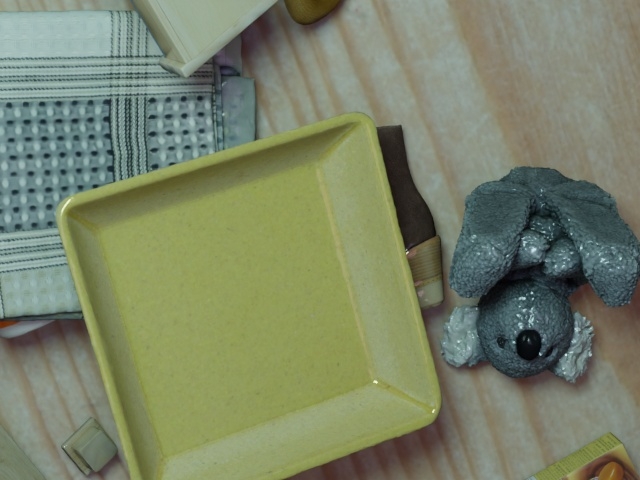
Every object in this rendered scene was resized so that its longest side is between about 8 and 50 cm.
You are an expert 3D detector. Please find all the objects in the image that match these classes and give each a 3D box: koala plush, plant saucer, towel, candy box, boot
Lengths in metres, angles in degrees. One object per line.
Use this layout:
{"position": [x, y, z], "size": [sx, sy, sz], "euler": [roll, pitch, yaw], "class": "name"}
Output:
{"position": [0.228, 0.054, 1.692], "size": [0.196, 0.203, 0.221], "euler": [3, 120, 0], "class": "koala plush"}
{"position": [-0.072, 0.071, 1.567], "size": [0.333, 0.081, 0.332], "euler": [-18, 100, -19], "class": "plant saucer"}
{"position": [-0.207, -0.075, 1.572], "size": [0.324, 0.056, 0.312], "euler": [-2, 89, -30], "class": "towel"}
{"position": [0.279, 0.313, 1.785], "size": [0.187, 0.053, 0.109], "euler": [-29, 103, -2], "class": "candy box"}
{"position": [0.000, 0.000, 1.691], "size": [0.248, 0.090, 0.207], "euler": [-17, 89, -4], "class": "boot"}

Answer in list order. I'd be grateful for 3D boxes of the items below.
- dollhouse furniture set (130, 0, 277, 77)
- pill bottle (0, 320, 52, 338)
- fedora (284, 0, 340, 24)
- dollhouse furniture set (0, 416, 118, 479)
{"position": [-0.172, -0.336, 1.544], "size": [0.286, 0.303, 0.198], "euler": [-43, 127, -18], "class": "dollhouse furniture set"}
{"position": [-0.327, -0.022, 1.604], "size": [0.121, 0.121, 0.221], "euler": [-28, 102, -3], "class": "pill bottle"}
{"position": [-0.016, -0.321, 1.604], "size": [0.079, 0.194, 0.194], "euler": [19, 97, 24], "class": "fedora"}
{"position": [-0.449, 0.216, 1.639], "size": [0.355, 0.174, 0.303], "euler": [-43, 117, -21], "class": "dollhouse furniture set"}
